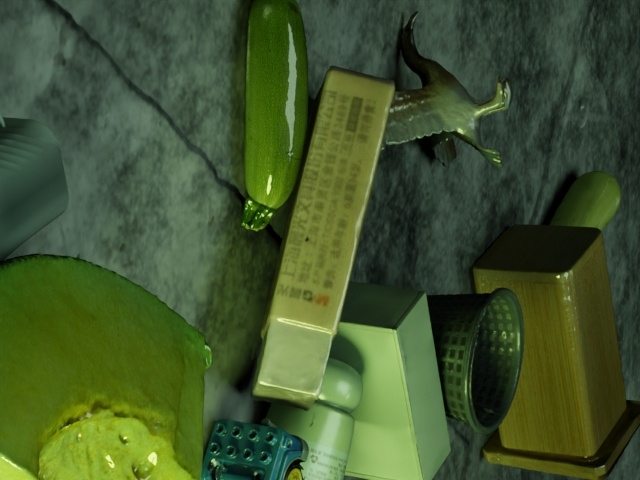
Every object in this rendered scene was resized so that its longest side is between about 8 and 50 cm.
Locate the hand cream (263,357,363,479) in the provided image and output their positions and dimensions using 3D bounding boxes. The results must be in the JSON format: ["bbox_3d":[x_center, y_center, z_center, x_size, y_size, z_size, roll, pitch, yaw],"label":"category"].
[{"bbox_3d":[-0.030,0.275,1.814,0.147,0.093,0.306,23,74,-27],"label":"hand cream"}]

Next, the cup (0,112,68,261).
[{"bbox_3d":[-0.272,-0.048,1.305,0.129,0.095,0.128,-44,131,-53],"label":"cup"}]

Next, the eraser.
[{"bbox_3d":[0.000,0.000,1.760,0.144,0.078,0.343,114,-11,-78],"label":"eraser"}]

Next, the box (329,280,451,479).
[{"bbox_3d":[0.063,0.163,1.926,0.086,0.129,0.225,-48,137,-47],"label":"box"}]

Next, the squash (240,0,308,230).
[{"bbox_3d":[-0.046,-0.133,1.723,0.066,0.066,0.252,-17,111,-59],"label":"squash"}]

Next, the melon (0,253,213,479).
[{"bbox_3d":[-0.230,0.150,1.280,0.331,0.226,0.343,-43,138,-9],"label":"melon"}]

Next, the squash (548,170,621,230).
[{"bbox_3d":[0.382,-0.015,2.524,0.250,0.083,0.083,-56,141,-37],"label":"squash"}]

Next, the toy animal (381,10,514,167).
[{"bbox_3d":[0.151,-0.173,2.016,0.272,0.160,0.197,6,89,-69],"label":"toy animal"}]

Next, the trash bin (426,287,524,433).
[{"bbox_3d":[0.141,0.137,2.028,0.175,0.161,0.175,-19,111,-61],"label":"trash bin"}]

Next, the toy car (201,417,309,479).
[{"bbox_3d":[-0.089,0.266,1.707,0.100,0.097,0.191,39,61,-53],"label":"toy car"}]

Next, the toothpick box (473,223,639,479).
[{"bbox_3d":[0.326,0.148,2.360,0.187,0.190,0.308,-40,127,-49],"label":"toothpick box"}]
